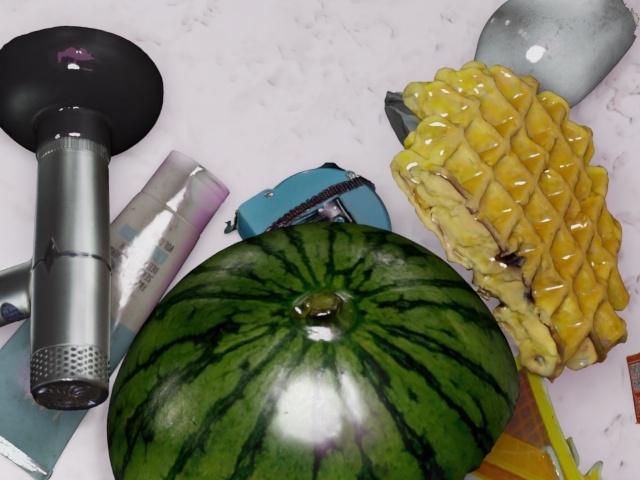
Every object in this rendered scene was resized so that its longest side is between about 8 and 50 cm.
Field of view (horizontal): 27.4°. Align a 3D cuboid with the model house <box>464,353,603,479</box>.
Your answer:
[{"bbox_3d":[0.061,0.230,1.152,0.358,0.242,0.312,22,54,4],"label":"model house"}]

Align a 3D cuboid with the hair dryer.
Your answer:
[{"bbox_3d":[-0.291,-0.011,1.111,0.284,0.155,0.320,-1,60,11],"label":"hair dryer"}]

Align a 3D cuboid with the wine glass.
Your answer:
[{"bbox_3d":[0.186,-0.160,1.269,0.241,0.126,0.126,-37,88,-13],"label":"wine glass"}]

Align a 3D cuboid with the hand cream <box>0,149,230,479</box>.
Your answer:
[{"bbox_3d":[-0.202,0.059,1.181,0.111,0.070,0.312,36,79,-6],"label":"hand cream"}]

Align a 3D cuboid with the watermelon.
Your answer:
[{"bbox_3d":[-0.002,0.089,1.006,0.331,0.189,0.330,6,39,-5],"label":"watermelon"}]

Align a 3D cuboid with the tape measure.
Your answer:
[{"bbox_3d":[0.000,0.000,1.222,0.146,0.081,0.125,-30,70,-17],"label":"tape measure"}]

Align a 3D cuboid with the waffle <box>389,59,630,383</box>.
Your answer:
[{"bbox_3d":[0.178,-0.020,1.130,0.309,0.065,0.283,6,72,-45],"label":"waffle"}]

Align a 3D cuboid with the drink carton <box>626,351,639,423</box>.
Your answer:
[{"bbox_3d":[0.370,0.120,1.201,0.096,0.223,0.071,-6,80,-13],"label":"drink carton"}]
